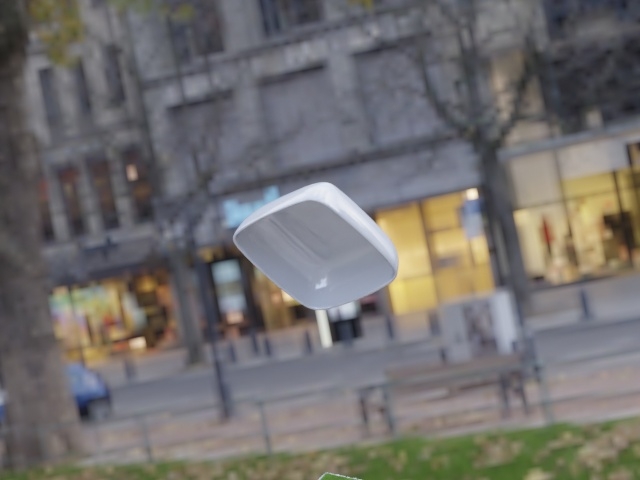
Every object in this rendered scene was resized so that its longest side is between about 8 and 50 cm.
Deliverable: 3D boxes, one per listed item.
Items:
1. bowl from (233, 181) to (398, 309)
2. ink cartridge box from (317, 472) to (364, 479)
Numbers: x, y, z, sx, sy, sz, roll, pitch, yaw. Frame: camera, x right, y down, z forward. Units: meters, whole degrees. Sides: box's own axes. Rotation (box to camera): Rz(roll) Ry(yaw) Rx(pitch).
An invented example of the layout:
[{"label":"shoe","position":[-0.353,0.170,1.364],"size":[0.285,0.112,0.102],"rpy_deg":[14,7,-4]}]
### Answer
[{"label":"bowl","position":[0.000,0.000,1.954],"size":[0.142,0.142,0.053],"rpy_deg":[-25,33,40]},{"label":"ink cartridge box","position":[-0.001,0.313,1.510],"size":[0.189,0.097,0.255],"rpy_deg":[21,-64,-48]}]
